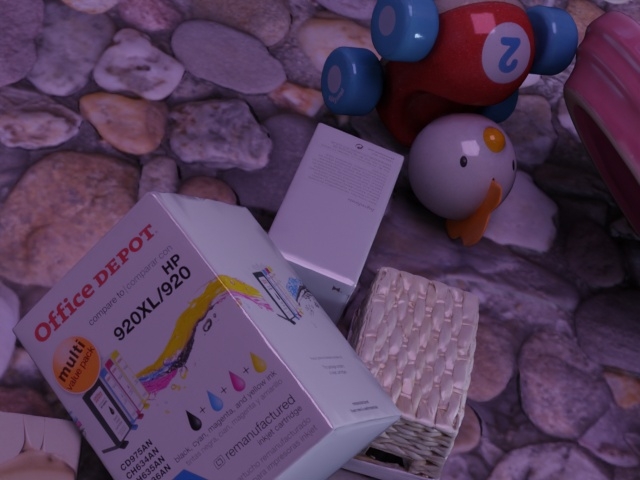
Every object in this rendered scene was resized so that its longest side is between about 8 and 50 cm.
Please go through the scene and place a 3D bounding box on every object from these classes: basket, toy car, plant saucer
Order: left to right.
[{"bbox_3d":[0.076,0.121,1.106,0.113,0.103,0.167,17,52,-2],"label":"basket"},{"bbox_3d":[0.151,-0.113,1.260,0.219,0.210,0.238,0,66,-30],"label":"toy car"},{"bbox_3d":[0.342,-0.069,1.229,0.084,0.332,0.332,-31,62,5],"label":"plant saucer"}]

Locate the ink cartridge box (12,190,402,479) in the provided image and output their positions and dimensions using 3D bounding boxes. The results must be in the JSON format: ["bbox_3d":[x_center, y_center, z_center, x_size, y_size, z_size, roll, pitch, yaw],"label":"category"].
[{"bbox_3d":[-0.088,0.104,0.977,0.232,0.171,0.168,51,14,17],"label":"ink cartridge box"}]

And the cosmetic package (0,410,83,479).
[{"bbox_3d":[-0.271,0.281,0.881,0.160,0.113,0.309,8,53,-10],"label":"cosmetic package"}]

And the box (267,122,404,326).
[{"bbox_3d":[0.000,0.000,1.159,0.091,0.130,0.170,23,51,1],"label":"box"}]
